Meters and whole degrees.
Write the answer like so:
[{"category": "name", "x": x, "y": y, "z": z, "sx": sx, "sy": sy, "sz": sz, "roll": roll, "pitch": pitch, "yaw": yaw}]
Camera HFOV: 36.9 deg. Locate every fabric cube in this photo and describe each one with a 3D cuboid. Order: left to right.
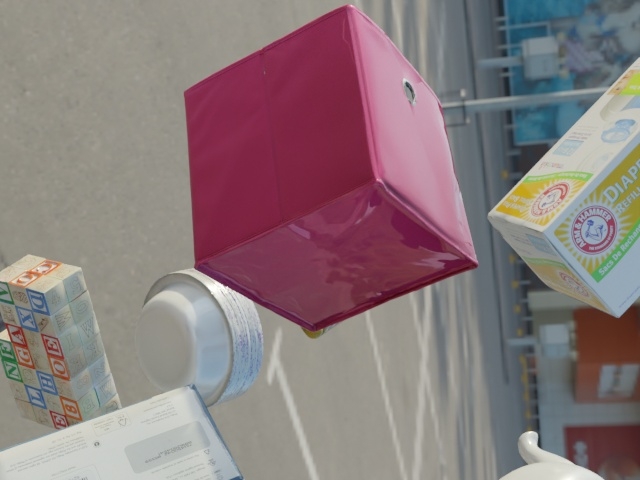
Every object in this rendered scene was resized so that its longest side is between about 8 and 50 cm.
[{"category": "fabric cube", "x": 0.011, "y": -0.078, "z": 1.181, "sx": 0.254, "sy": 0.259, "sz": 0.258, "roll": 36, "pitch": 38, "yaw": -48}]

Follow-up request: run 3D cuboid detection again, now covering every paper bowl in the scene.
[{"category": "paper bowl", "x": -0.264, "y": 0.201, "z": 1.940, "sx": 0.148, "sy": 0.284, "sz": 0.284, "roll": -11, "pitch": 98, "yaw": -48}]

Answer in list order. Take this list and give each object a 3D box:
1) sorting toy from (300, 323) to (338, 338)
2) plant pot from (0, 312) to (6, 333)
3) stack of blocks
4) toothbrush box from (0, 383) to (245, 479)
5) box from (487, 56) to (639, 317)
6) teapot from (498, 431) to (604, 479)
[{"category": "sorting toy", "x": 0.000, "y": 0.000, "z": 1.408, "sx": 0.126, "sy": 0.127, "sz": 0.365, "roll": -80, "pitch": 174, "yaw": -63}, {"category": "plant pot", "x": -0.751, "y": 0.165, "z": 2.019, "sx": 0.165, "sy": 0.167, "sz": 0.167, "roll": -15, "pitch": 105, "yaw": -34}, {"category": "stack of blocks", "x": -0.457, "y": 0.177, "z": 1.621, "sx": 0.087, "sy": 0.171, "sz": 0.297, "roll": -42, "pitch": 133, "yaw": -46}, {"category": "toothbrush box", "x": -0.214, "y": 0.305, "z": 0.987, "sx": 0.126, "sy": 0.216, "sz": 0.295, "roll": 57, "pitch": -31, "yaw": 31}, {"category": "box", "x": 0.261, "y": -0.049, "z": 0.812, "sx": 0.103, "sy": 0.203, "sz": 0.114, "roll": 45, "pitch": -3, "yaw": -16}, {"category": "teapot", "x": 0.269, "y": 0.410, "z": 1.268, "sx": 0.256, "sy": 0.187, "sz": 0.252, "roll": -6, "pitch": 95, "yaw": -46}]
